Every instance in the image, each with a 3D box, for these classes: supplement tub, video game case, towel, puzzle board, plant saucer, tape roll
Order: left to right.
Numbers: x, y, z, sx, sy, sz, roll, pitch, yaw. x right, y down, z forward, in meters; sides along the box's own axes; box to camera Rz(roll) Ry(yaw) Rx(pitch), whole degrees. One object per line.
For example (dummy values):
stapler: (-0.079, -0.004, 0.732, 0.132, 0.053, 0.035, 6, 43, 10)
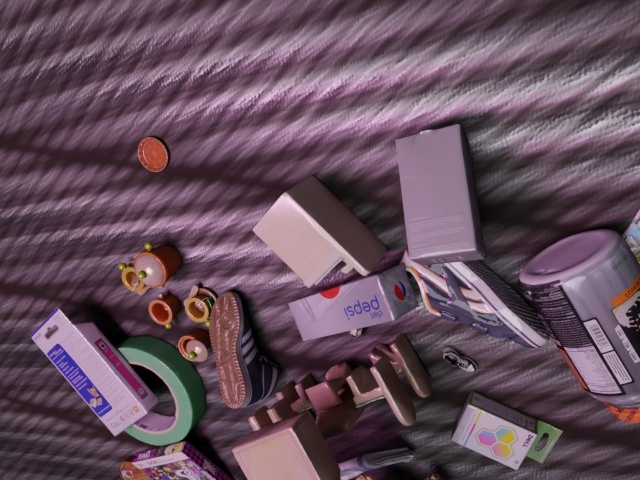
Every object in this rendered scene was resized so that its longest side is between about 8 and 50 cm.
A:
tape roll: (-0.483, 0.427, 1.580, 0.321, 0.077, 0.321, 8, 112, 20)
plant saucer: (-0.400, -0.207, 1.336, 0.084, 0.013, 0.083, 7, 113, 18)
video game case: (-0.396, 0.677, 1.619, 0.210, 0.041, 0.232, -21, 121, 28)
towel: (0.063, 0.561, 1.354, 0.285, 0.209, 0.034, -31, 60, 30)
supplement tub: (0.519, 0.154, 1.004, 0.194, 0.193, 0.316, -30, 98, 28)
puzzle board: (0.609, -0.010, 1.007, 0.096, 0.011, 0.128, 26, 117, 11)

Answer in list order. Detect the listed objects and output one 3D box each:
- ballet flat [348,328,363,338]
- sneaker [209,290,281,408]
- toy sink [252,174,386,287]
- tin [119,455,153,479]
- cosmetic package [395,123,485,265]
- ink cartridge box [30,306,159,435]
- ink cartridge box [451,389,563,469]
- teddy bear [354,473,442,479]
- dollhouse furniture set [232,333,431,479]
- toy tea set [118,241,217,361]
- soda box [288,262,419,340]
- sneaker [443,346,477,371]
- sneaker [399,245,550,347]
ballet flat: (0.082, 0.175, 1.275, 0.041, 0.041, 0.114, 6, 112, 20)
sneaker: (-0.187, 0.271, 1.399, 0.099, 0.153, 0.282, -19, 72, 29)
toy sink: (0.000, 0.000, 1.177, 0.234, 0.153, 0.131, 44, 119, 0)
tin: (-0.547, 0.732, 1.747, 0.190, 0.040, 0.106, -3, 105, 23)
cosmetic package: (0.222, -0.081, 1.033, 0.127, 0.107, 0.237, -8, 76, 25)
ink cartridge box: (-0.621, 0.354, 1.527, 0.176, 0.069, 0.371, -37, 95, 30)
ink cartridge box: (0.409, 0.429, 1.228, 0.209, 0.062, 0.109, 22, 116, 12)
teddy bear: (0.218, 0.666, 1.345, 0.338, 0.113, 0.245, 0, 100, 6)
dollhouse furniture set: (0.036, 0.435, 1.185, 0.362, 0.394, 0.256, -30, 88, 28)
toy tea set: (-0.385, 0.165, 1.410, 0.200, 0.124, 0.336, -39, 92, 29)
soda box: (0.062, 0.136, 1.184, 0.286, 0.091, 0.098, -22, 88, 46)
sneaker: (0.305, 0.269, 1.223, 0.083, 0.037, 0.032, 30, 116, 7)
sneaker: (0.298, 0.114, 1.117, 0.321, 0.126, 0.127, 44, 115, 14)
